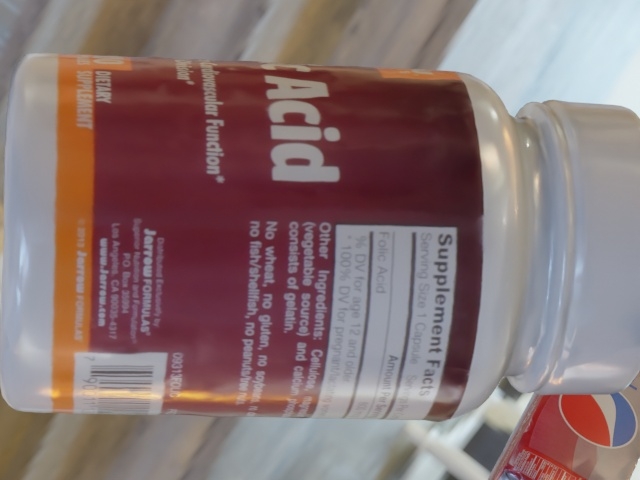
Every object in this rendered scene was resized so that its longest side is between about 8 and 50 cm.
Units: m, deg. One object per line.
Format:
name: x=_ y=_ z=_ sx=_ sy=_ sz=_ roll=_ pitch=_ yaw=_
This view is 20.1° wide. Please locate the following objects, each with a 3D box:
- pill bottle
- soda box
pill bottle: x=0.000 y=0.000 z=1.136 sx=0.224 sy=0.392 sz=0.224 roll=-178 pitch=-90 yaw=-81
soda box: x=0.196 y=0.126 z=1.315 sx=0.263 sy=0.083 sz=0.092 roll=-53 pitch=172 yaw=-45
